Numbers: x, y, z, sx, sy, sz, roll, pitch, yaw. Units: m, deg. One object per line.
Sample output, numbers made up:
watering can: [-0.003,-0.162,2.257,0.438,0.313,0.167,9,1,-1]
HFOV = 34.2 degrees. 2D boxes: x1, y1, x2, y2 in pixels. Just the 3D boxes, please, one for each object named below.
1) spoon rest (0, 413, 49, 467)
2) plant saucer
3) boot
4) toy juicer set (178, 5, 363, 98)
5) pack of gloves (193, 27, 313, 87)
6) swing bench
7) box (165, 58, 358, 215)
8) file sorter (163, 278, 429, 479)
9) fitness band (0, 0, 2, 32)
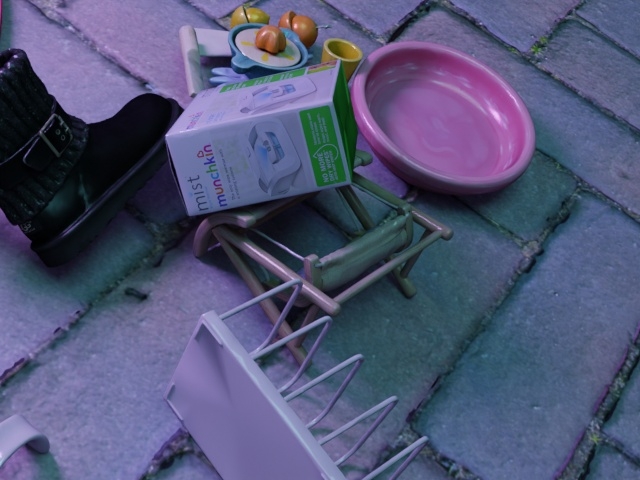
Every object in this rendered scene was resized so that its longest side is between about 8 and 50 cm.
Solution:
spoon rest: [-0.414,0.288,1.151,0.137,0.084,0.276,36,48,9]
plant saucer: [0.203,-0.199,1.781,0.332,0.084,0.332,11,50,-14]
boot: [-0.348,-0.163,1.420,0.260,0.131,0.348,54,44,-24]
toy juicer set: [-0.107,-0.333,1.714,0.329,0.089,0.209,-12,49,-34]
pack of gloves: [-0.100,-0.286,1.770,0.232,0.046,0.195,-2,43,-27]
swing bench: [0.000,0.000,1.489,0.253,0.165,0.254,-31,69,-36]
box: [-0.073,-0.148,1.472,0.231,0.126,0.262,-10,20,9]
file sorter: [-0.028,0.218,1.291,0.173,0.193,0.277,-24,65,-38]
fitness band: [-0.603,-0.361,1.613,0.209,0.054,0.290,5,53,-21]
